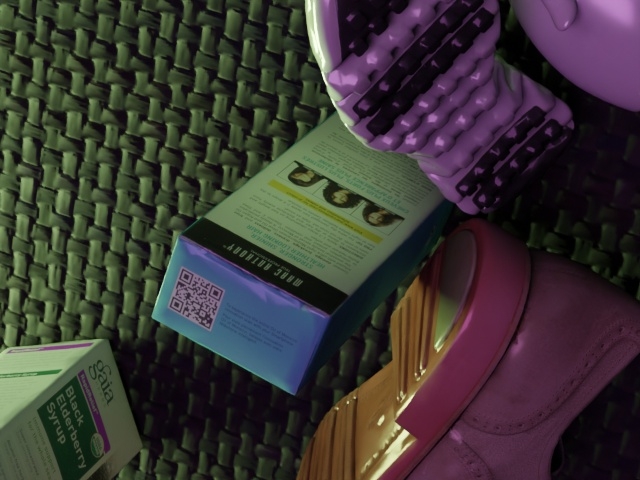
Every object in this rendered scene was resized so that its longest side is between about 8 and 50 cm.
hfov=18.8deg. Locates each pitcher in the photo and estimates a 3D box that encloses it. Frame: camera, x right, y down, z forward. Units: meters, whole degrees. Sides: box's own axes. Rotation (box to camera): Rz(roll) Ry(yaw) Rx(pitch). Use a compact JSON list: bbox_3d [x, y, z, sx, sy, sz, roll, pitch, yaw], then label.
[{"bbox_3d":[0.137,-0.167,1.091,0.207,0.178,0.125,52,136,-2],"label":"pitcher"}]

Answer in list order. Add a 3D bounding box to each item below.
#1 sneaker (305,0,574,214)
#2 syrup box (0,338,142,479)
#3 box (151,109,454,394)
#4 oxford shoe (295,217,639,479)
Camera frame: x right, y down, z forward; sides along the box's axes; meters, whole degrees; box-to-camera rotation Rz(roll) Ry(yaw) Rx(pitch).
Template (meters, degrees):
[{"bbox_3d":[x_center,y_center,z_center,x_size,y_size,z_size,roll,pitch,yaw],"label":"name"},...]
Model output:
[{"bbox_3d":[0.049,-0.110,1.112,0.110,0.292,0.118,-41,62,3],"label":"sneaker"},{"bbox_3d":[-0.228,0.160,1.362,0.096,0.237,0.093,-6,109,28],"label":"syrup box"},{"bbox_3d":[0.000,0.000,1.185,0.100,0.244,0.060,28,120,12],"label":"box"},{"bbox_3d":[0.079,0.158,1.285,0.146,0.140,0.397,19,135,-14],"label":"oxford shoe"}]
